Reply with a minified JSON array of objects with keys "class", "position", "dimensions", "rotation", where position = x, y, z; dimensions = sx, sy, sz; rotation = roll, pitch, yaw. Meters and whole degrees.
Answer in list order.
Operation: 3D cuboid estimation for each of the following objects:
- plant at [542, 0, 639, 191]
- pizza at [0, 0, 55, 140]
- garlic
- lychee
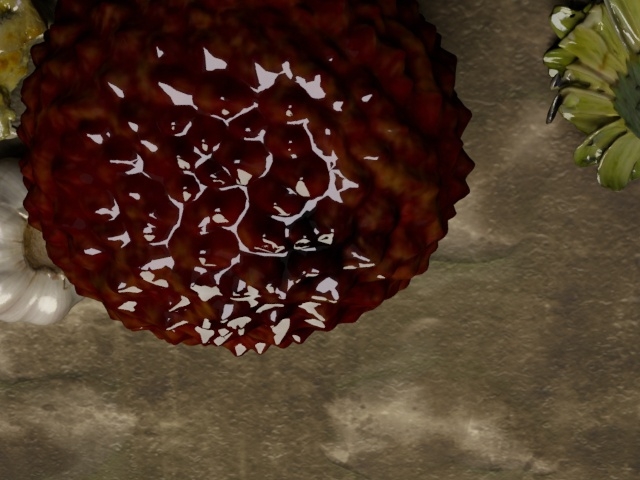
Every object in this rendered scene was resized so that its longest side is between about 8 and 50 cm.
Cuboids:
[{"class":"plant","position":[0.335,-0.135,1.486],"dimensions":[0.261,0.297,0.306],"rotation":[7,156,41]},{"class":"pizza","position":[-0.383,-0.189,1.505],"dimensions":[0.223,0.089,0.323],"rotation":[17,103,-26]},{"class":"garlic","position":[-0.356,-0.001,1.713],"dimensions":[0.199,0.199,0.226],"rotation":[46,154,-28]},{"class":"lychee","position":[-0.095,-0.100,1.421],"dimensions":[0.500,0.424,0.424],"rotation":[10,137,35]}]
